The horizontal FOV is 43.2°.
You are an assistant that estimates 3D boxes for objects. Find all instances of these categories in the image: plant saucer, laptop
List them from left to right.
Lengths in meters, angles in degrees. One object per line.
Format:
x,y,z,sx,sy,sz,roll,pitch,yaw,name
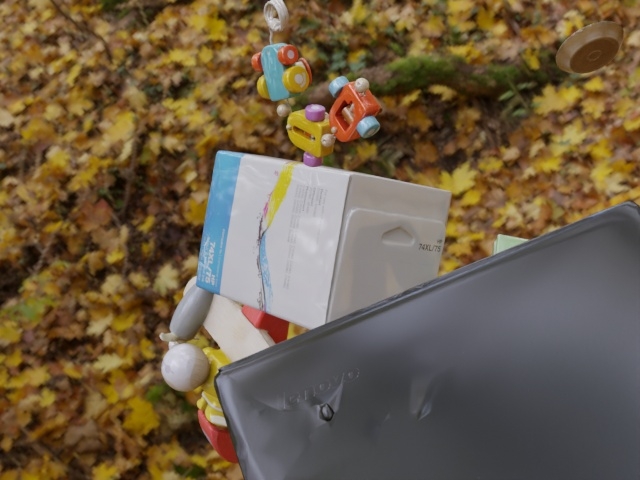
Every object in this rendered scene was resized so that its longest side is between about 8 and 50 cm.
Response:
0.172,0.252,0.683,0.381,0.408,0.236,-22,34,1,laptop
0.323,-0.224,0.961,0.083,0.083,0.015,-31,57,26,plant saucer

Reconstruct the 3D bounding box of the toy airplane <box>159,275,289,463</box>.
-0.157,0.204,1.492,0.272,0.385,0.386,-3,-19,-30,toy airplane

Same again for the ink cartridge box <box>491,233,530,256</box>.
0.288,0.105,1.046,0.171,0.235,0.056,10,42,6,ink cartridge box

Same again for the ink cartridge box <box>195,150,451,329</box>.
0.000,0.000,1.084,0.270,0.198,0.197,14,96,46,ink cartridge box

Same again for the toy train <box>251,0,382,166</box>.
0.000,-0.142,0.745,0.046,0.166,0.125,-19,-27,-34,toy train
